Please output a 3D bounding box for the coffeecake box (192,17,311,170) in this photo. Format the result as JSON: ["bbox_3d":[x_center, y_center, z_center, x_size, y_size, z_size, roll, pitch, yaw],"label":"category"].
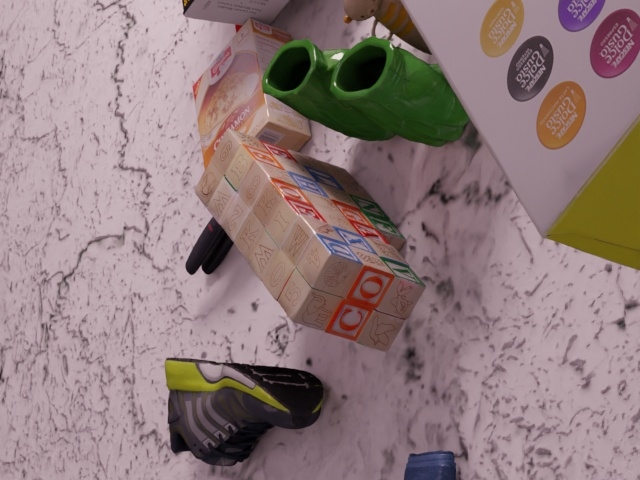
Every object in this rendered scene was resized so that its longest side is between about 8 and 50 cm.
[{"bbox_3d":[-0.090,-0.165,2.232,0.142,0.068,0.185,-46,39,35],"label":"coffeecake box"}]

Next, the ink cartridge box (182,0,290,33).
[{"bbox_3d":[-0.115,-0.439,2.265,0.272,0.130,0.309,-46,46,47],"label":"ink cartridge box"}]

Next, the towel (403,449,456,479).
[{"bbox_3d":[0.107,0.270,1.750,0.067,0.029,0.119,-14,62,53],"label":"towel"}]

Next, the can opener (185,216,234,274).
[{"bbox_3d":[-0.117,-0.016,2.203,0.186,0.059,0.073,-45,47,36],"label":"can opener"}]

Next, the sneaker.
[{"bbox_3d":[-0.090,0.203,2.032,0.300,0.111,0.121,-2,83,62],"label":"sneaker"}]

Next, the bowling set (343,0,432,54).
[{"bbox_3d":[0.169,-0.291,1.825,0.287,0.154,0.200,-60,34,18],"label":"bowling set"}]

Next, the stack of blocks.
[{"bbox_3d":[0.000,0.000,1.916,0.087,0.171,0.297,-61,34,16],"label":"stack of blocks"}]

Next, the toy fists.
[{"bbox_3d":[0.060,-0.166,1.942,0.279,0.142,0.096,7,71,57],"label":"toy fists"}]

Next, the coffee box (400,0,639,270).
[{"bbox_3d":[0.328,-0.180,1.357,0.337,0.338,0.334,-54,37,26],"label":"coffee box"}]
